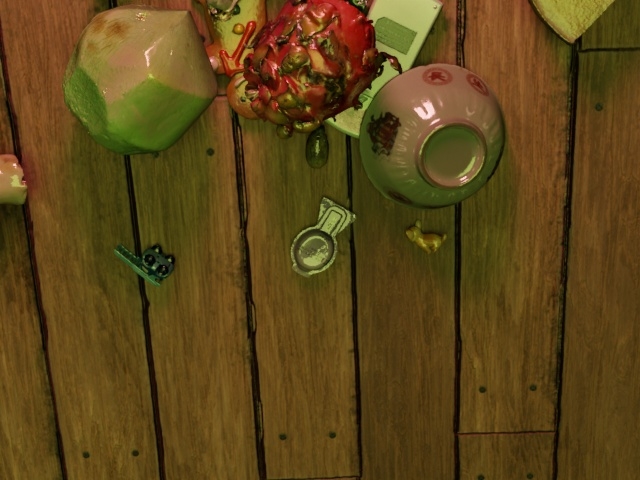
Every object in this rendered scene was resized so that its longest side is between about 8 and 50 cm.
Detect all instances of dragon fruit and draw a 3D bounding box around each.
[{"bbox_3d":[-0.020,-0.342,1.719,0.269,0.250,0.291,31,84,-19],"label":"dragon fruit"}]

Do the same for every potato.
[{"bbox_3d":[0.513,-0.586,1.756,0.255,0.112,0.269,41,100,-8],"label":"potato"}]

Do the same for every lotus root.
[{"bbox_3d":[-0.008,-0.209,1.897,0.049,0.054,0.099,-1,109,-22],"label":"lotus root"}]

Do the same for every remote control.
[{"bbox_3d":[0.127,-0.388,1.844,0.145,0.050,0.343,25,106,-8],"label":"remote control"}]

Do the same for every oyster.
[{"bbox_3d":[-0.201,-0.538,1.762,0.108,0.053,0.165,26,87,-20],"label":"oyster"}]

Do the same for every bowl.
[{"bbox_3d":[0.260,-0.200,1.821,0.338,0.157,0.337,-3,111,-8],"label":"bowl"}]

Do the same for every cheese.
[{"bbox_3d":[0.000,0.000,1.967,0.105,0.042,0.190,31,104,-10],"label":"cheese"}]

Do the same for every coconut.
[{"bbox_3d":[-0.362,-0.344,1.738,0.281,0.328,0.328,25,108,-41],"label":"coconut"}]

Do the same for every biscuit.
[{"bbox_3d":[-0.164,-0.419,1.839,0.206,0.049,0.323,-6,109,1],"label":"biscuit"}]

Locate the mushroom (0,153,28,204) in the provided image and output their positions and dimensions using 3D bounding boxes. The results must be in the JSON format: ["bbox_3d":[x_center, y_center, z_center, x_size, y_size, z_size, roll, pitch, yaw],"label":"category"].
[{"bbox_3d":[-0.787,-0.109,1.828,0.290,0.297,0.297,-29,107,-20],"label":"mushroom"}]

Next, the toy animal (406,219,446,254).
[{"bbox_3d":[0.239,-0.012,1.958,0.083,0.060,0.081,43,142,-13],"label":"toy animal"}]

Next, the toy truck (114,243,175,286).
[{"bbox_3d":[-0.407,0.042,1.973,0.136,0.063,0.074,41,122,-8],"label":"toy truck"}]

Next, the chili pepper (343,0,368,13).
[{"bbox_3d":[-0.011,-0.527,1.799,0.227,0.059,0.088,25,107,-6],"label":"chili pepper"}]
